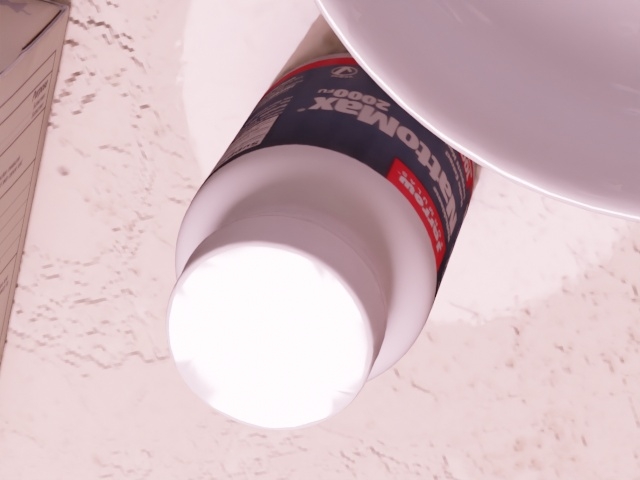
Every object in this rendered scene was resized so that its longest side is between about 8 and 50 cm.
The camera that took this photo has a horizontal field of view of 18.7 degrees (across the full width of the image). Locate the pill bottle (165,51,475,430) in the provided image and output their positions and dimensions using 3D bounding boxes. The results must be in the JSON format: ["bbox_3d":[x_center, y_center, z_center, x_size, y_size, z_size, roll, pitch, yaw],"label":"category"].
[{"bbox_3d":[0.000,0.000,0.803,0.108,0.180,0.108,5,116,11],"label":"pill bottle"}]

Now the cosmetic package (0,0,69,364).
[{"bbox_3d":[-0.215,0.040,0.886,0.113,0.160,0.309,17,116,5],"label":"cosmetic package"}]

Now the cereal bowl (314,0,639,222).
[{"bbox_3d":[0.151,-0.181,0.704,0.339,0.141,0.339,6,116,12],"label":"cereal bowl"}]
